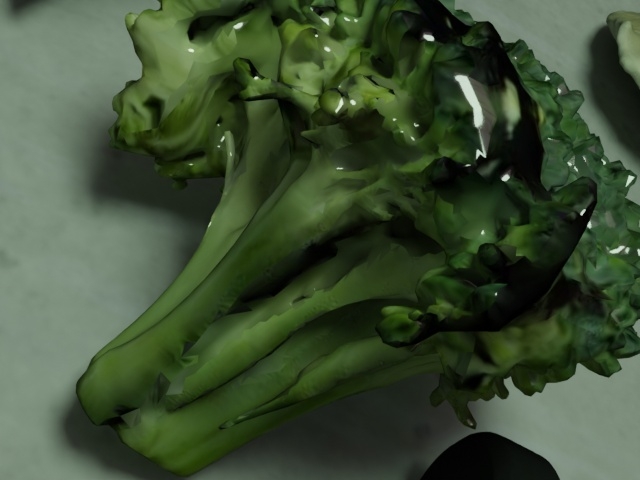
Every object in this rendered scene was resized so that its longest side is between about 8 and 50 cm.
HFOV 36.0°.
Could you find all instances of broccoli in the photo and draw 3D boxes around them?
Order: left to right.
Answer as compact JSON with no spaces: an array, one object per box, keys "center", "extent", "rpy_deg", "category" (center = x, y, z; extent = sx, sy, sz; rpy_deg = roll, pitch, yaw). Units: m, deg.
[{"center":[0.000,0.000,0.429],"extent":[0.243,0.247,0.263],"rpy_deg":[-40,103,1],"category":"broccoli"}]

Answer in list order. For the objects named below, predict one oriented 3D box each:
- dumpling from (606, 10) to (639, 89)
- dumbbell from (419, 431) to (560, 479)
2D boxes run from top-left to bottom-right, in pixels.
[{"center":[0.306,-0.140,0.761],"extent":[0.179,0.131,0.252],"rpy_deg":[16,40,6],"category":"dumpling"},{"center":[0.136,0.175,0.474],"extent":[0.191,0.100,0.100],"rpy_deg":[29,51,-13],"category":"dumbbell"}]
